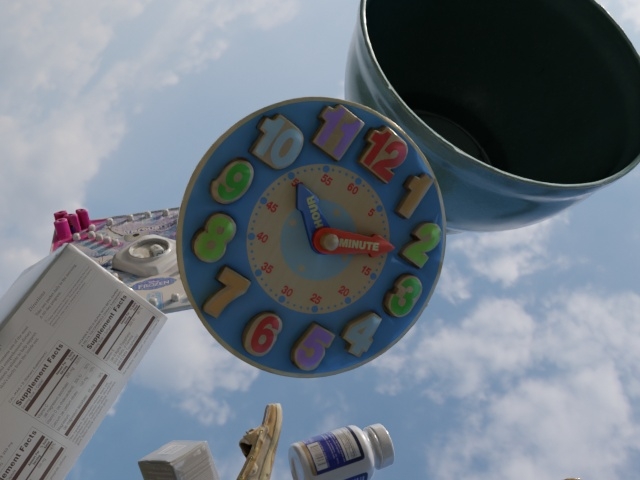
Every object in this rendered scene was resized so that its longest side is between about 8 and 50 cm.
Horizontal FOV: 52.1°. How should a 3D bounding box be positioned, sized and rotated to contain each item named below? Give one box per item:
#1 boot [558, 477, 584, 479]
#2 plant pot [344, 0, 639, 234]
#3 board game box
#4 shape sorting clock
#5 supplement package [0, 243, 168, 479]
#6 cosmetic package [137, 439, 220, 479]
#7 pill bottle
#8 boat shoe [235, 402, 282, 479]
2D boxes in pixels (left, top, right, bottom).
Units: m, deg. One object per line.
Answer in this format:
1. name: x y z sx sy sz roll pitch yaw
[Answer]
1. boot: 0.419 0.439 0.977 0.211 0.295 0.104 116 -2 -56
2. plant pot: 0.148 -0.125 0.666 0.196 0.292 0.293 119 -21 -57
3. board game box: -0.331 0.016 1.267 0.389 0.050 0.390 -9 -149 -11
4. shape sorting clock: 0.000 0.000 0.476 0.206 0.206 0.040 -60 -161 -8
5. supplement package: -0.336 0.162 0.742 0.204 0.145 0.262 -17 -144 50
6. cosmetic package: -0.257 0.526 1.305 0.127 0.107 0.238 -17 -88 41
7. pill bottle: 0.042 0.420 1.261 0.186 0.112 0.112 -11 -139 -21
8. boat shoe: -0.099 0.321 1.019 0.170 0.059 0.063 -79 -174 -52
